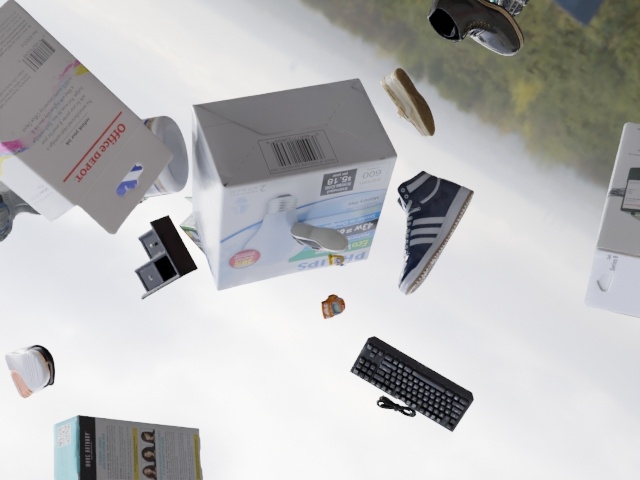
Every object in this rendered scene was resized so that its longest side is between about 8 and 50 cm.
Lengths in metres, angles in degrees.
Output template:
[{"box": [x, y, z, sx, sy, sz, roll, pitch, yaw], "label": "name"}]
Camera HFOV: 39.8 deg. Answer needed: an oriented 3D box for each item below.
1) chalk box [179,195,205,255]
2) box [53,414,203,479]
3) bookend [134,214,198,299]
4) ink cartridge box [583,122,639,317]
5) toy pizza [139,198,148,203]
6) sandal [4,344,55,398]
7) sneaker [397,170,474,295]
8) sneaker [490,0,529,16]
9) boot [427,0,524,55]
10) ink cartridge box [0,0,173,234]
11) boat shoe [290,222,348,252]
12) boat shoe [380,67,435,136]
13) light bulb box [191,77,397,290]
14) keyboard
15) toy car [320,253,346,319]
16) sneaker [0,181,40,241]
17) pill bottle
[{"box": [-0.235, -0.034, 2.094, 0.213, 0.132, 0.132, 52, 161, -22], "label": "chalk box"}, {"box": [-0.286, 0.330, 1.341, 0.244, 0.060, 0.100, 22, -127, -48], "label": "box"}, {"box": [-0.412, 0.042, 2.212, 0.072, 0.156, 0.157, -29, -89, -57], "label": "bookend"}, {"box": [0.575, -0.033, 1.608, 0.121, 0.289, 0.211, 13, 151, 19], "label": "ink cartridge box"}, {"box": [-0.382, -0.161, 2.052, 0.032, 0.201, 0.201, 32, -171, 4], "label": "toy pizza"}, {"box": [-0.575, 0.262, 1.807, 0.076, 0.102, 0.265, -22, -178, -34], "label": "sandal"}, {"box": [0.206, -0.025, 1.944, 0.153, 0.282, 0.099, 30, 165, 11], "label": "sneaker"}, {"box": [0.321, -0.516, 1.536, 0.110, 0.275, 0.107, 2, 172, 33], "label": "sneaker"}, {"box": [0.247, -0.342, 1.444, 0.198, 0.077, 0.137, 33, -136, -17], "label": "boot"}, {"box": [-0.433, -0.178, 1.410, 0.353, 0.207, 0.119, 44, 145, -21], "label": "ink cartridge box"}, {"box": [0.000, 0.000, 1.721, 0.125, 0.046, 0.038, 13, 152, 23], "label": "boat shoe"}, {"box": [0.190, -0.294, 1.922, 0.170, 0.059, 0.063, 56, -142, -19], "label": "boat shoe"}, {"box": [-0.070, -0.110, 1.823, 0.358, 0.361, 0.225, -12, -123, -15], "label": "light bulb box"}, {"box": [0.130, 0.227, 1.334, 0.180, 0.108, 0.023, 30, -147, 8], "label": "keyboard"}, {"box": [0.026, 0.086, 1.655, 0.040, 0.122, 0.060, -2, 179, 27], "label": "toy car"}, {"box": [-0.639, -0.083, 1.757, 0.129, 0.111, 0.297, 1, -159, 17], "label": "sneaker"}, {"box": [-0.404, -0.150, 1.724, 0.264, 0.153, 0.153, -8, -179, 12], "label": "pill bottle"}]
